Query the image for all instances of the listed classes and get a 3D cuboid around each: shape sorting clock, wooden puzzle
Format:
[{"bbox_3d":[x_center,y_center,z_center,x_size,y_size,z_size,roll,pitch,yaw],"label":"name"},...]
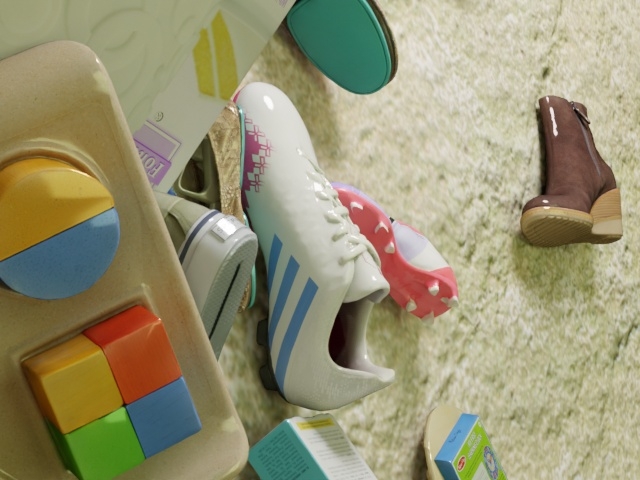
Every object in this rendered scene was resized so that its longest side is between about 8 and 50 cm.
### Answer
[{"bbox_3d":[0.173,0.285,1.635,0.206,0.040,0.206,47,31,-40],"label":"shape sorting clock"},{"bbox_3d":[-0.233,0.079,0.967,0.322,0.080,0.347,-26,108,-19],"label":"wooden puzzle"}]

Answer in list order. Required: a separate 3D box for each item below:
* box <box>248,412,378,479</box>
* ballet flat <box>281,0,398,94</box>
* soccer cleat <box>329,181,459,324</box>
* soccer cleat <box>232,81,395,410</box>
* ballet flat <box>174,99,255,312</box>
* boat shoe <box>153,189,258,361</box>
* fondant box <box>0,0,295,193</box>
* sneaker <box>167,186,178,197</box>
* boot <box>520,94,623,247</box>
[{"bbox_3d":[0.037,0.278,1.343,0.244,0.060,0.100,54,19,18],"label":"box"},{"bbox_3d":[-0.014,-0.286,1.494,0.316,0.108,0.106,48,33,-38],"label":"ballet flat"},{"bbox_3d":[0.065,0.002,1.565,0.248,0.083,0.095,38,23,-38],"label":"soccer cleat"},{"bbox_3d":[0.000,0.000,1.400,0.116,0.143,0.331,-10,90,-55],"label":"soccer cleat"},{"bbox_3d":[-0.104,-0.033,1.345,0.067,0.073,0.206,-1,79,-27],"label":"ballet flat"},{"bbox_3d":[-0.143,0.101,1.148,0.109,0.094,0.302,-14,131,-65],"label":"boat shoe"},{"bbox_3d":[-0.182,-0.147,1.082,0.238,0.096,0.330,34,91,-46],"label":"fondant box"},{"bbox_3d":[-0.167,-0.030,1.253,0.082,0.069,0.209,-37,120,-25],"label":"sneaker"},{"bbox_3d":[0.323,-0.099,1.958,0.248,0.090,0.206,5,66,-53],"label":"boot"}]
